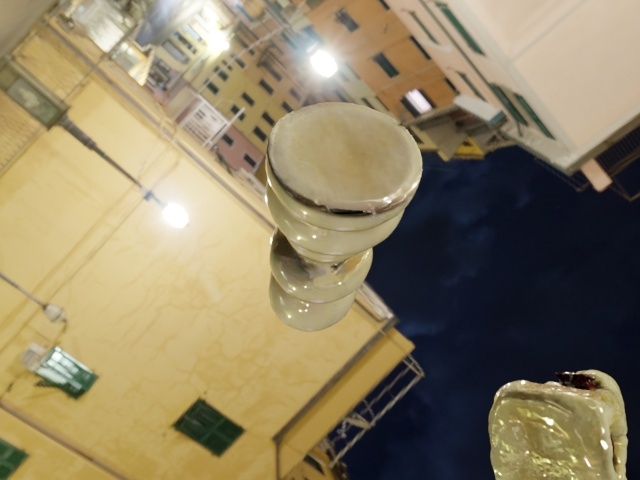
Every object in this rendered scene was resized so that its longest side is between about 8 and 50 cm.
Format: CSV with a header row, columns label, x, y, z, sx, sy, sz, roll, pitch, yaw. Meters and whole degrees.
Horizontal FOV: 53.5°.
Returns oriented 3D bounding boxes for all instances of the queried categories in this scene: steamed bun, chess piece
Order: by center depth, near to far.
label,x,y,z,sx,sy,sz,roll,pitch,yaw
chess piece,0.000,0.000,0.644,0.261,0.142,0.143,107,6,-51
steamed bun,0.290,0.219,0.730,0.141,0.172,0.155,6,-157,44
